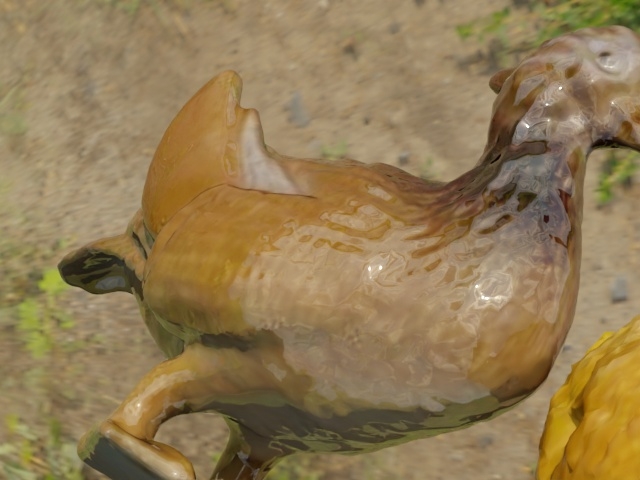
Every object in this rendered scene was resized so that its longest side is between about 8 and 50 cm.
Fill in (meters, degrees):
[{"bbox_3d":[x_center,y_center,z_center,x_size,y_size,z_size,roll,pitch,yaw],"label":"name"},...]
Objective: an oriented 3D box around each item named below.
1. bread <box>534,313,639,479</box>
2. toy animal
[{"bbox_3d":[0.134,0.115,0.391,0.139,0.240,0.240,-24,96,8],"label":"bread"},{"bbox_3d":[0.000,0.000,0.509,0.179,0.188,0.089,-53,130,-13],"label":"toy animal"}]
